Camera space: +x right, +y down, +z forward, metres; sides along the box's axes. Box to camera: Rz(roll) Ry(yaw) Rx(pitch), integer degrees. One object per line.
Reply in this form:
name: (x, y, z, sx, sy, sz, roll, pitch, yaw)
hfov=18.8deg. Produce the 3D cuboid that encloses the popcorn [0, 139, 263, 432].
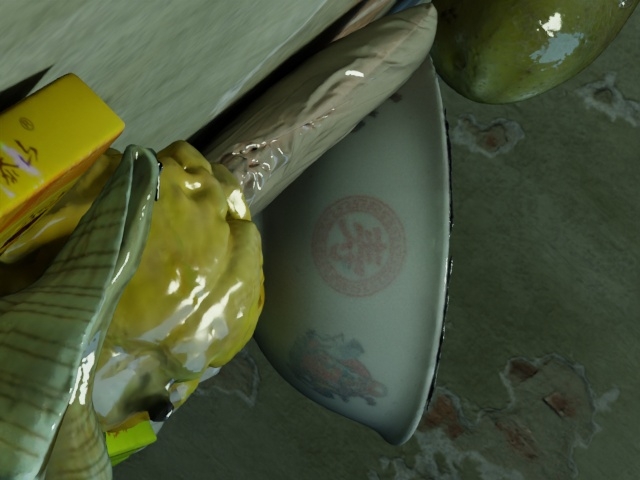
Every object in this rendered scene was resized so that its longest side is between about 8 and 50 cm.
popcorn: (-0.110, 0.024, 0.952, 0.167, 0.152, 0.148, -18, 135, -16)

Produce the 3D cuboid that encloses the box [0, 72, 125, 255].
box: (-0.201, 0.046, 0.792, 0.269, 0.043, 0.152, -44, -178, 30)

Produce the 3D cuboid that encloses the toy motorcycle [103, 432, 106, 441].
toy motorcycle: (-0.155, 0.077, 1.238, 0.275, 0.127, 0.205, -49, -179, 3)

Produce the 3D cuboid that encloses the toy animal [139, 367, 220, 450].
toy animal: (-0.183, 0.124, 1.936, 0.178, 0.127, 0.193, -44, 176, -11)

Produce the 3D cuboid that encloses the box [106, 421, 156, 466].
box: (-0.298, 0.222, 1.485, 0.335, 0.047, 0.187, -29, 173, 11)

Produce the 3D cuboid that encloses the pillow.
pillow: (-0.037, -0.070, 1.412, 0.270, 0.067, 0.173, -41, -178, -34)

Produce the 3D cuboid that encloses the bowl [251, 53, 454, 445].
bowl: (0.000, 0.000, 1.636, 0.157, 0.346, 0.345, 2, 170, -8)

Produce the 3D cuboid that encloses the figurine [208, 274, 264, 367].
figurine: (-0.151, 0.066, 1.536, 0.246, 0.131, 0.156, -28, 140, 7)

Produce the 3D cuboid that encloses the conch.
conch: (-0.143, 0.081, 0.826, 0.137, 0.114, 0.234, -82, -179, -68)

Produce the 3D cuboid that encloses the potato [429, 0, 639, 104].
potato: (0.194, -0.222, 1.637, 0.251, 0.159, 0.174, -41, -156, -23)
